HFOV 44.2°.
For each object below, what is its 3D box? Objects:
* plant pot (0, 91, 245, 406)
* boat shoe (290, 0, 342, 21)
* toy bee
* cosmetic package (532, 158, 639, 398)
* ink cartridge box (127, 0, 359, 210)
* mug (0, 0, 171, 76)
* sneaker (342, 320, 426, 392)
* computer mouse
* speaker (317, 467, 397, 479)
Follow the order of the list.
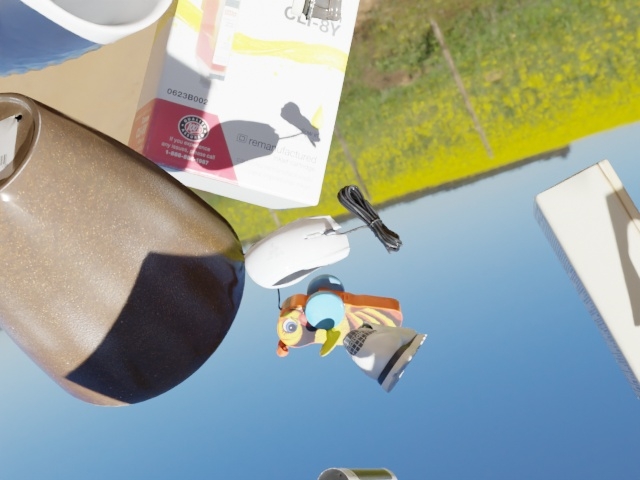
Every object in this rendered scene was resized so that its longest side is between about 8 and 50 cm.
[{"bbox_3d":[-0.204,-0.005,0.644,0.215,0.215,0.230,-19,145,10],"label":"plant pot"},{"bbox_3d":[0.016,-0.387,1.094,0.068,0.228,0.081,16,148,-3],"label":"boat shoe"},{"bbox_3d":[-0.011,0.140,1.431,0.298,0.162,0.195,25,-158,15],"label":"toy bee"},{"bbox_3d":[0.416,0.059,1.087,0.113,0.309,0.160,-29,167,9],"label":"cosmetic package"},{"bbox_3d":[-0.116,-0.266,1.220,0.279,0.385,0.160,14,174,-22],"label":"ink cartridge box"},{"bbox_3d":[-0.376,-0.280,0.844,0.328,0.276,0.374,-9,-131,35],"label":"mug"},{"bbox_3d":[0.094,0.156,1.172,0.090,0.094,0.235,-59,169,1],"label":"sneaker"},{"bbox_3d":[0.000,0.000,0.948,0.193,0.106,0.042,-24,161,-27],"label":"computer mouse"},{"bbox_3d":[0.050,0.329,1.044,0.055,0.055,0.136,-18,157,28],"label":"speaker"}]
